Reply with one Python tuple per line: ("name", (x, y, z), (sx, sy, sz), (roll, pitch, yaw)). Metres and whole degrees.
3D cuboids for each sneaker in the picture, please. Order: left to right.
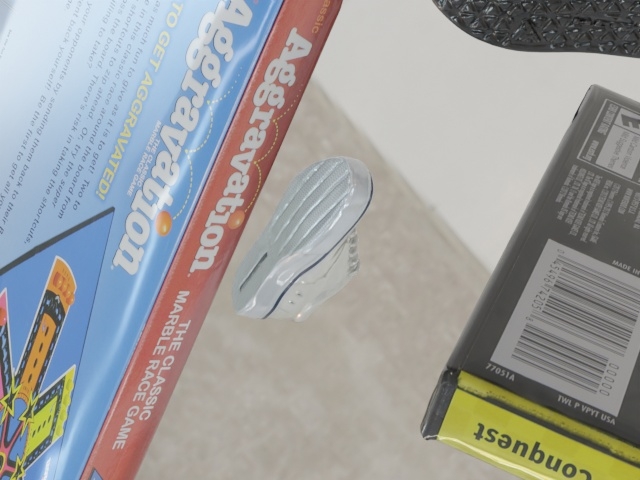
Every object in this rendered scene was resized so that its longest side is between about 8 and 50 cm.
("sneaker", (0.000, 0.000, 1.710), (0.258, 0.091, 0.094), (-47, 42, 50))
("sneaker", (0.176, -0.184, 1.170), (0.235, 0.097, 0.084), (10, 141, -17))

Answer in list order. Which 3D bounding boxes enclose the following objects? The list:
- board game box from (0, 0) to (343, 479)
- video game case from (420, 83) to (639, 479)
("board game box", (-0.094, 0.005, 0.572), (0.145, 0.027, 0.281), (41, 114, 38))
("video game case", (0.192, 0.046, 0.681), (0.248, 0.275, 0.035), (23, 122, 8))
